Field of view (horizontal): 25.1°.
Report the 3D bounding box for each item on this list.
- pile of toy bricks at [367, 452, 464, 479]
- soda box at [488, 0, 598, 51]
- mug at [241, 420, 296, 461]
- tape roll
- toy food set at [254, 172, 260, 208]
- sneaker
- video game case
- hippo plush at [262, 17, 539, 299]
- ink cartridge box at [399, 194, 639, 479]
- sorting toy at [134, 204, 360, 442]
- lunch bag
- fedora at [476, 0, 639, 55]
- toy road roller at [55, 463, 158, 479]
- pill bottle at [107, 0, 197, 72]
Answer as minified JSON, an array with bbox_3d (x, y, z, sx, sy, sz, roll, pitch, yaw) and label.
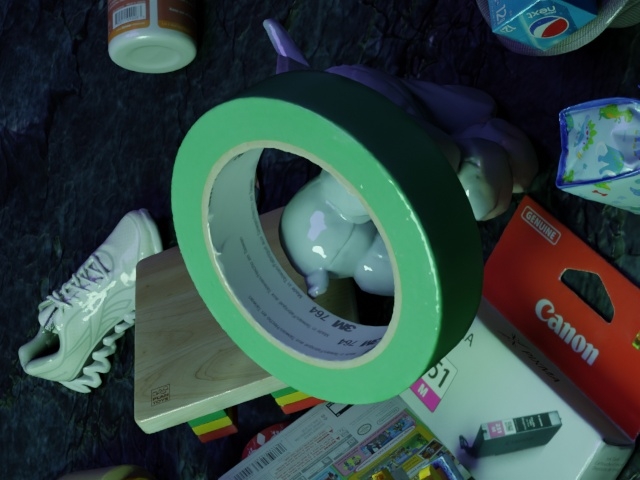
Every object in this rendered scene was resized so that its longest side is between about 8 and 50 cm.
[{"bbox_3d":[0.118,0.308,1.350,0.118,0.105,0.212,-38,83,43],"label":"pile of toy bricks"},{"bbox_3d":[0.191,-0.282,1.302,0.071,0.067,0.210,-33,53,46],"label":"soda box"},{"bbox_3d":[-0.033,0.288,1.562,0.113,0.150,0.169,-65,36,34],"label":"mug"},{"bbox_3d":[0.000,0.000,1.366,0.321,0.077,0.321,23,130,31],"label":"tape roll"},{"bbox_3d":[-0.104,-0.054,1.821,0.083,0.020,0.083,-25,62,43],"label":"toy food set"},{"bbox_3d":[-0.310,0.082,1.956,0.292,0.118,0.110,-59,42,19],"label":"sneaker"},{"bbox_3d":[0.024,0.246,1.497,0.212,0.023,0.193,-35,41,-14],"label":"video game case"},{"bbox_3d":[0.053,-0.039,1.457,0.234,0.294,0.237,-106,35,-59],"label":"hippo plush"},{"bbox_3d":[0.203,0.117,1.392,0.275,0.060,0.239,46,117,45],"label":"ink cartridge box"},{"bbox_3d":[-0.075,0.095,1.622,0.257,0.089,0.255,-20,41,11],"label":"sorting toy"},{"bbox_3d":[0.305,-0.080,1.268,0.151,0.128,0.096,-5,77,49],"label":"lunch bag"},{"bbox_3d":[0.268,-0.281,1.363,0.275,0.124,0.244,2,80,56],"label":"fedora"},{"bbox_3d":[-0.290,0.468,1.812,0.202,0.240,0.329,-16,32,47],"label":"toy road roller"},{"bbox_3d":[-0.231,-0.349,1.966,0.121,0.121,0.216,-21,64,45],"label":"pill bottle"}]
